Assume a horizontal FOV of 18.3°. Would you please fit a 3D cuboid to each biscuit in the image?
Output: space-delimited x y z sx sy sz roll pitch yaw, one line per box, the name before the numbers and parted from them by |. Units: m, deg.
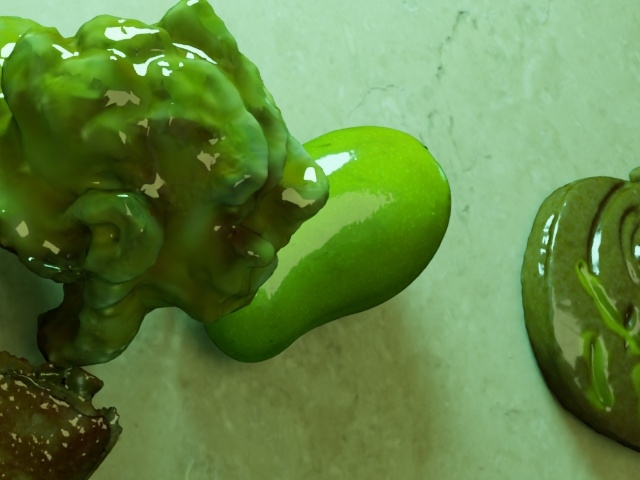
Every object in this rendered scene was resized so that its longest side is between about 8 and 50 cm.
biscuit | 0.386 0.072 2.196 0.394 0.070 0.350 16 69 -34

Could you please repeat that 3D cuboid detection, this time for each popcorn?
popcorn | -0.147 -0.069 1.691 0.325 0.290 0.321 15 61 -65

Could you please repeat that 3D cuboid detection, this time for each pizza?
pizza | -0.283 0.147 1.657 0.226 0.069 0.147 26 92 -15

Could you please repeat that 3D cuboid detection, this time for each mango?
mango | 0.000 0.000 1.875 0.293 0.143 0.175 -36 107 -28
